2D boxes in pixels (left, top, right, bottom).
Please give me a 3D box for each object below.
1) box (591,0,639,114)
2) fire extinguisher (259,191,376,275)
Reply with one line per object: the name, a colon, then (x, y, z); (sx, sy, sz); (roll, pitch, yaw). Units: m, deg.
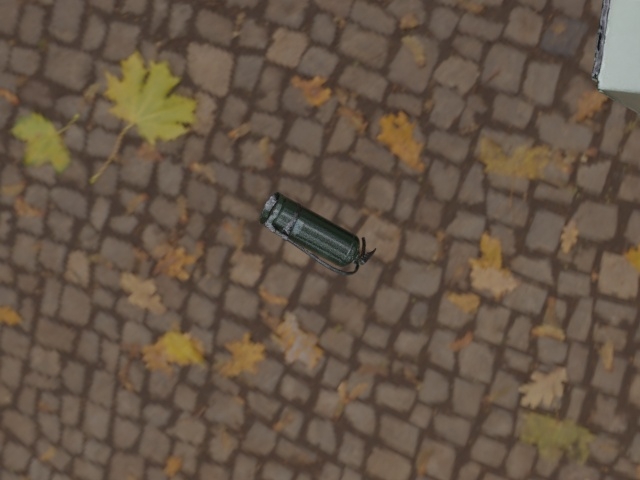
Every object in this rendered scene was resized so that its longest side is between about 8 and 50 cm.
box: (0.313, -0.216, 1.043); (0.117, 0.225, 0.225); (10, 93, 24)
fire extinguisher: (0.000, 0.000, 0.841); (0.083, 0.038, 0.025); (28, 143, -20)
